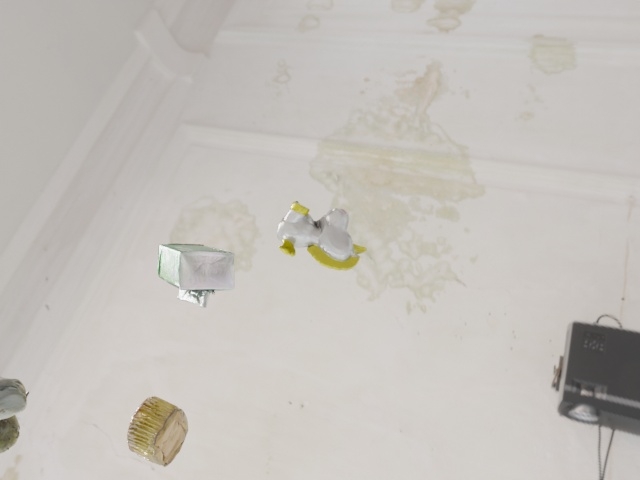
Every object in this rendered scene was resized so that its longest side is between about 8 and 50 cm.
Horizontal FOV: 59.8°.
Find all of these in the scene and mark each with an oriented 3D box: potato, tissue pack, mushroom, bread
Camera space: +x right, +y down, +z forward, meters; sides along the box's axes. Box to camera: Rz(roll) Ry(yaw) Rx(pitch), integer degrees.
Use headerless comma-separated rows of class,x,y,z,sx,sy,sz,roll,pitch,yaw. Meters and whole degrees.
potato,-0.859,0.444,1.427,0.090,0.117,0.225,-41,-101,25
tissue pack,-0.332,0.093,1.472,0.209,0.148,0.156,8,-83,58
mushroom,-0.687,0.284,1.048,0.099,0.278,0.096,-36,-128,20
bread,-0.399,0.463,1.354,0.114,0.190,0.132,16,-128,16

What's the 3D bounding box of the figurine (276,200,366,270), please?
figurine,0.003,-0.006,1.084,0.178,0.109,0.130,12,-126,-8
